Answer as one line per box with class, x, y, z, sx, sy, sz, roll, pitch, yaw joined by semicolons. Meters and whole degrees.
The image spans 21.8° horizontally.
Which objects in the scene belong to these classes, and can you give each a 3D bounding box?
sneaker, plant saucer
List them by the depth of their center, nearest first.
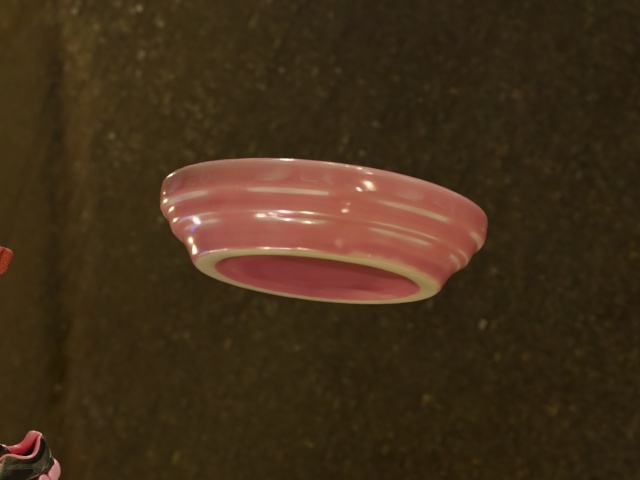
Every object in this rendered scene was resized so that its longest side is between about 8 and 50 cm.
sneaker;-0.291;0.209;1.485;0.047;0.119;0.057;29;135;41
plant saucer;0.000;0.000;1.677;0.332;0.332;0.084;-15;65;58

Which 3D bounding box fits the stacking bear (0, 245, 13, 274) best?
stacking bear;-0.391;0.123;1.407;0.164;0.175;0.289;6;80;69
